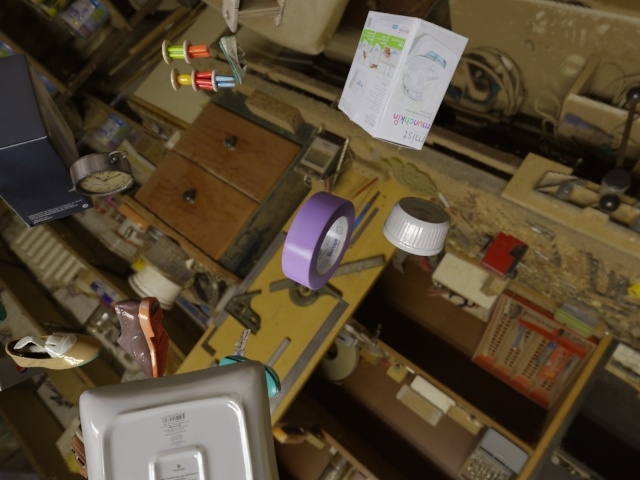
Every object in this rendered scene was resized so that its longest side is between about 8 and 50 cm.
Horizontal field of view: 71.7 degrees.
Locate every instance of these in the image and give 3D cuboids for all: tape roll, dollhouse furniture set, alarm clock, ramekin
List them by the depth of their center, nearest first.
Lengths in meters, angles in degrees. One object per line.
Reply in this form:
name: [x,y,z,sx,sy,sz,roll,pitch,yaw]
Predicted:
alarm clock: [-0.489,-0.161,1.010,0.192,0.064,0.129,-25,167,40]
dollhouse furniture set: [-0.174,-0.602,1.023,0.184,0.129,0.129,63,155,16]
tape roll: [0.000,0.000,1.283,0.090,0.275,0.275,23,168,19]
ramekin: [0.315,-0.055,1.429,0.207,0.109,0.207,11,-147,-7]

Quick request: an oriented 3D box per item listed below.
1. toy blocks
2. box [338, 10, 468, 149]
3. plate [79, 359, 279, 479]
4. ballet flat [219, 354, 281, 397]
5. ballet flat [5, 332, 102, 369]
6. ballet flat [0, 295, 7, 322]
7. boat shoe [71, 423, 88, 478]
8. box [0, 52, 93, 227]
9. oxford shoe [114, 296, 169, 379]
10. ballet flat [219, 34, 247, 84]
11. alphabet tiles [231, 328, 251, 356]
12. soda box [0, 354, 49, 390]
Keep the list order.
toy blocks: [-0.281,-0.411,1.044,0.148,0.054,0.123,2,140,4]
box: [0.158,-0.354,0.964,0.126,0.231,0.262,9,-155,-21]
plate: [-0.201,0.337,0.645,0.277,0.278,0.045,-8,174,-8]
ballet flat: [-0.189,0.389,1.303,0.247,0.083,0.087,9,178,37]
ballet flat: [-0.583,0.234,0.955,0.232,0.080,0.073,-11,132,18]
ballet flat: [-1.094,0.166,1.433,0.077,0.241,0.091,-1,-162,4]
boat shoe: [-0.770,0.768,1.538,0.307,0.104,0.110,26,179,40]
box: [-0.743,-0.246,1.124,0.296,0.182,0.294,62,163,23]
oxford shoe: [-0.590,0.337,1.470,0.132,0.364,0.130,1,-153,-2]
ballet flat: [-0.227,-0.494,1.221,0.168,0.052,0.057,70,177,-72]
alphabet tiles: [-0.310,0.439,1.620,0.009,0.237,0.198,24,160,-16]
soda box: [-1.083,0.452,1.630,0.286,0.091,0.098,-23,-79,-73]
